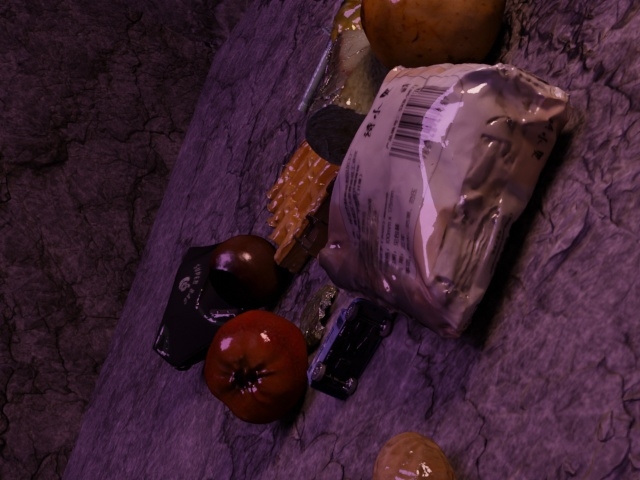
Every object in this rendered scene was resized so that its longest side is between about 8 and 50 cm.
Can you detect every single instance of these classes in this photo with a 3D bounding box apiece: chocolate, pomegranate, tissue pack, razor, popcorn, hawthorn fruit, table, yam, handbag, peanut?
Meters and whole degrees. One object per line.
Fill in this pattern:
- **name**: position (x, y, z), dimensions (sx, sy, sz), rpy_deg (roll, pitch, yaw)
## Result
- **chocolate**: position (-0.150, 0.059, 1.994), dimensions (0.176, 0.177, 0.176), rpy_deg (-51, 22, 31)
- **pomegranate**: position (0.196, -0.395, 1.584), dimensions (0.260, 0.260, 0.260), rpy_deg (-51, 22, 31)
- **tissue pack**: position (0.148, -0.075, 1.331), dimensions (0.390, 0.195, 0.375), rpy_deg (25, 92, 62)
- **razor**: position (-0.003, -0.444, 2.433), dimensions (0.232, 0.068, 0.106), rpy_deg (-63, 18, 15)
- **popcorn**: position (0.124, -0.450, 1.938), dimensions (0.218, 0.169, 0.189), rpy_deg (-47, 24, -11)
- **hawthorn fruit**: position (-0.102, 0.212, 1.668), dimensions (0.196, 0.197, 0.225), rpy_deg (-55, -2, 21)
- **table**: position (0.000, 0.000, 1.793), dimensions (0.070, 0.082, 0.083), rpy_deg (-60, 19, 5)
- **yam**: position (0.081, -0.278, 1.773), dimensions (0.201, 0.203, 0.271), rpy_deg (-48, 23, 54)
- **handbag**: position (-0.243, 0.134, 2.170), dimensions (0.288, 0.152, 0.342), rpy_deg (-21, 44, 45)
- **peanut**: position (0.112, 0.316, 1.070), dimensions (0.108, 0.095, 0.226), rpy_deg (-53, 22, 36)

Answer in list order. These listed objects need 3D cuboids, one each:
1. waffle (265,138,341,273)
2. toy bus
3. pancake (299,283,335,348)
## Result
- **waffle**: position (-0.011, -0.126, 2.000), dimensions (0.304, 0.078, 0.348), rpy_deg (-53, 21, 24)
- **toy bus**: position (0.043, 0.165, 1.478), dimensions (0.167, 0.073, 0.076), rpy_deg (-60, 17, 9)
- **pancake**: position (-0.010, 0.140, 1.725), dimensions (0.129, 0.023, 0.116), rpy_deg (-67, 17, -12)
